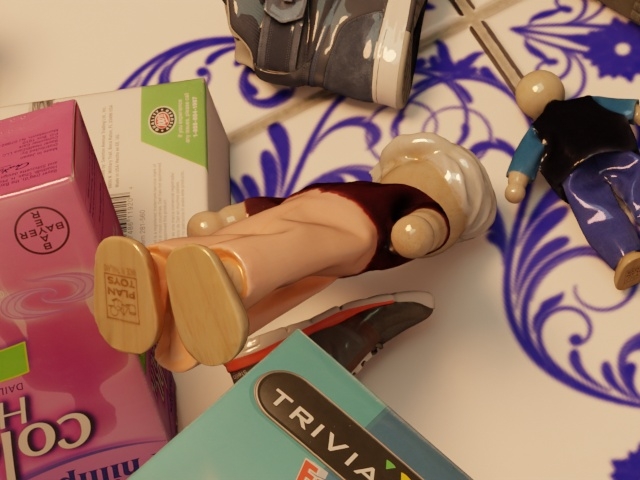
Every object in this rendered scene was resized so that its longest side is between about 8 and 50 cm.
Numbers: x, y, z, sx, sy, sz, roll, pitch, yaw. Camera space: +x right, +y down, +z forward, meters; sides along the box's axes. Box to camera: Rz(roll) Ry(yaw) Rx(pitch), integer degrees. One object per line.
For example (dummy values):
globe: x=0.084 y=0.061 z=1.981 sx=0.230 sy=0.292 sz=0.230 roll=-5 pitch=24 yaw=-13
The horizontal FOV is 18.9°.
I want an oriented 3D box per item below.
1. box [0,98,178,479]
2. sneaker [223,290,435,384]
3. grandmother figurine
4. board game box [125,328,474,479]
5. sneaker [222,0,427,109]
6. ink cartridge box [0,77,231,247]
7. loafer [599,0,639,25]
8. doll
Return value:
box: x=-0.230 y=0.059 z=1.297 sx=0.213 sy=0.243 sz=0.117 roll=-14 pitch=31 yaw=2
sneaker: x=0.012 y=0.082 z=1.368 sx=0.158 sy=0.061 sz=0.065 roll=-20 pitch=85 yaw=0
grandmother figurine: x=0.000 y=0.000 z=1.291 sx=0.208 sy=0.104 sz=0.342 roll=16 pitch=22 yaw=36
board game box: x=-0.021 y=0.227 z=1.039 sx=0.254 sy=0.079 sz=0.336 roll=40 pitch=43 yaw=9
sneaker: x=0.009 y=-0.217 z=1.515 sx=0.163 sy=0.086 sz=0.226 roll=9 pitch=63 yaw=13
ink cartridge box: x=-0.181 y=-0.020 z=1.433 sx=0.219 sy=0.092 sz=0.160 roll=-7 pitch=59 yaw=7
loafer: x=0.223 y=-0.241 z=1.496 sx=0.251 sy=0.094 sz=0.087 roll=39 pitch=49 yaw=18
doll: x=0.194 y=-0.054 z=1.406 sx=0.129 sy=0.046 sz=0.189 roll=-25 pitch=59 yaw=-5
